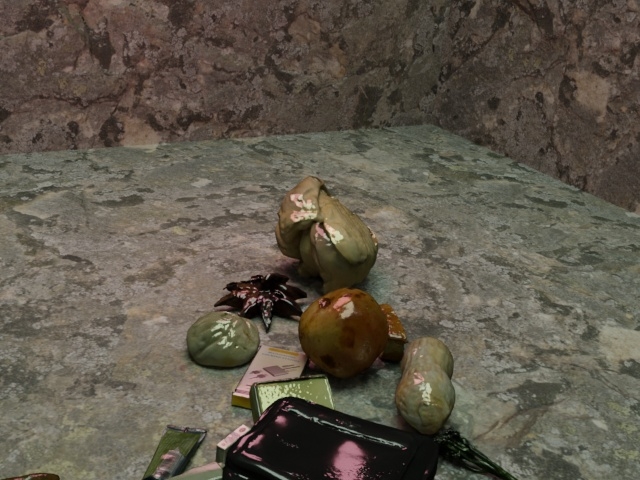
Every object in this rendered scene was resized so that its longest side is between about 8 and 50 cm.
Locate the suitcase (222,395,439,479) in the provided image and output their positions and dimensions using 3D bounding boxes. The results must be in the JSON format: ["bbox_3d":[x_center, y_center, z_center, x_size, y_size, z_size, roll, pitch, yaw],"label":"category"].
[{"bbox_3d":[0.020,0.434,1.338,0.345,0.188,0.339,13,19,19],"label":"suitcase"}]

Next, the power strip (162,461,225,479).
[{"bbox_3d":[-0.295,0.463,1.298,0.285,0.080,0.048,-8,29,-27],"label":"power strip"}]

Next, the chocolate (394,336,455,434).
[{"bbox_3d":[0.237,0.321,1.675,0.134,0.134,0.309,8,24,4],"label":"chocolate"}]

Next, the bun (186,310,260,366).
[{"bbox_3d":[-0.238,0.229,1.810,0.183,0.102,0.183,3,26,-2],"label":"bun"}]

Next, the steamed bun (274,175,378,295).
[{"bbox_3d":[0.000,-0.002,2.203,0.372,0.230,0.325,52,19,19],"label":"steamed bun"}]

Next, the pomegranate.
[{"bbox_3d":[0.059,0.227,1.766,0.215,0.215,0.215,5,24,-2],"label":"pomegranate"}]

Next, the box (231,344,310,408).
[{"bbox_3d":[-0.109,0.315,1.727,0.129,0.033,0.247,10,24,9],"label":"box"}]

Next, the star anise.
[{"bbox_3d":[-0.155,0.142,2.025,0.271,0.103,0.272,3,26,-1],"label":"star anise"}]

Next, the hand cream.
[{"bbox_3d":[-0.289,0.425,1.435,0.086,0.055,0.235,10,16,3],"label":"hand cream"}]

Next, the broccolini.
[{"bbox_3d":[0.317,0.452,1.496,0.201,0.074,0.058,35,72,29],"label":"broccolini"}]

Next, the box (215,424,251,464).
[{"bbox_3d":[-0.174,0.410,1.474,0.024,0.054,0.083,23,29,26],"label":"box"}]

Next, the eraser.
[{"bbox_3d":[-0.059,0.354,1.574,0.172,0.058,0.117,-3,56,-20],"label":"eraser"}]

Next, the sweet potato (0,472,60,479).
[{"bbox_3d":[-0.576,0.449,1.277,0.074,0.075,0.269,21,19,31],"label":"sweet potato"}]

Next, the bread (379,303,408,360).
[{"bbox_3d":[0.170,0.235,1.885,0.065,0.103,0.187,0,26,-14],"label":"bread"}]
